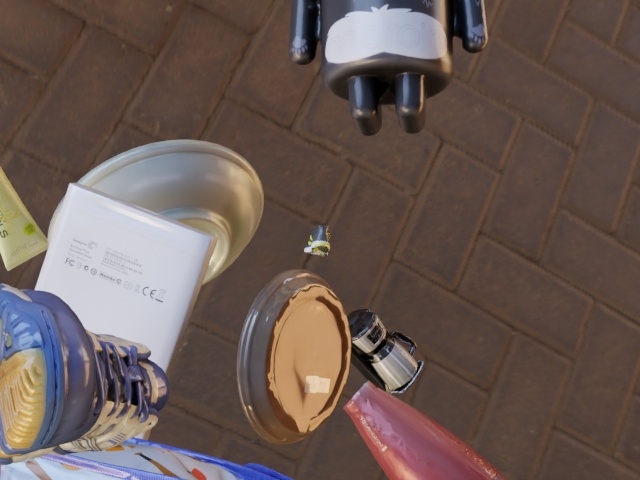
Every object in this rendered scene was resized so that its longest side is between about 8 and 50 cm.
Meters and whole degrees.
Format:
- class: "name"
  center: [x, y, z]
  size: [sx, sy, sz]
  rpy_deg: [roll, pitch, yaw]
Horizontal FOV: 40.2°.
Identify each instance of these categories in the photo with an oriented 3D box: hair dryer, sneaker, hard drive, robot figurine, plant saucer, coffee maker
- class: "hair dryer"
  center: [0.080, 0.275, 0.831]
  size: [0.223, 0.080, 0.294]
  rpy_deg: [-8, 98, 20]
- class: "sneaker"
  center: [-0.169, 0.094, 0.623]
  size: [0.130, 0.296, 0.112]
  rpy_deg: [-3, 77, -20]
- class: "hard drive"
  center: [-0.318, 0.120, 1.305]
  size: [0.233, 0.047, 0.353]
  rpy_deg: [21, 96, 7]
- class: "robot figurine"
  center: [0.085, -0.279, 1.126]
  size: [0.209, 0.173, 0.278]
  rpy_deg: [5, 78, -30]
- class: "plant saucer"
  center: [-0.277, 0.001, 1.571]
  size: [0.400, 0.401, 0.101]
  rpy_deg: [-13, 52, -20]
- class: "coffee maker"
  center: [0.109, 0.250, 1.927]
  size: [0.178, 0.171, 0.120]
  rpy_deg: [48, 39, -15]
- class: "plant saucer"
  center: [-0.029, 0.183, 1.375]
  size: [0.277, 0.041, 0.278]
  rpy_deg: [-5, 96, -56]
- class: "sneaker"
  center: [0.000, 0.000, 1.141]
  size: [0.031, 0.083, 0.035]
  rpy_deg: [11, 81, -10]

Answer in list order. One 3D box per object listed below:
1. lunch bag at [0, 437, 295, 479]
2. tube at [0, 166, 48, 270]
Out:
- class: "lunch bag"
  center: [-0.200, 0.418, 1.045]
  size: [0.385, 0.239, 0.328]
  rpy_deg: [6, 85, 22]
- class: "tube"
  center: [-0.584, -0.070, 1.595]
  size: [0.070, 0.062, 0.240]
  rpy_deg: [-16, 111, 14]
